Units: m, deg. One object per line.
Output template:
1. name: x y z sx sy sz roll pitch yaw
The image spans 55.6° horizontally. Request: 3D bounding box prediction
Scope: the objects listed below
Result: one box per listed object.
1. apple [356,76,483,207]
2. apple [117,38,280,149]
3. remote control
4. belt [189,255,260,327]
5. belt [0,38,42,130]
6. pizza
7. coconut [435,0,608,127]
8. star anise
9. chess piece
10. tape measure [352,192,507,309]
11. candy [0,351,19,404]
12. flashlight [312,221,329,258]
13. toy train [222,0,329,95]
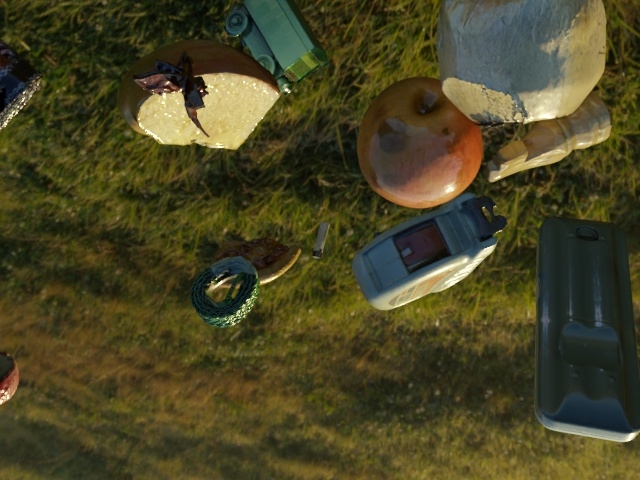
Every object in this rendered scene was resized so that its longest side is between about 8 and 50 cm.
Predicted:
1. apple: 0.272 -0.279 1.693 0.363 0.364 0.364 9 138 8
2. apple: -0.288 -0.334 1.383 0.308 0.253 0.314 6 -171 -42
3. remote control: 0.367 0.103 0.842 0.127 0.336 0.066 8 143 11
4. belt: -0.188 0.095 1.211 0.121 0.151 0.079 38 158 21
5. belt: -0.492 -0.115 0.777 0.359 0.126 0.094 -38 111 23
6. pizza: -0.234 0.066 2.021 0.365 0.182 0.074 -10 161 -24
7. coconut: 0.410 -0.433 1.280 0.345 0.346 0.361 -4 110 22
8. star anise: -0.273 -0.276 1.183 0.140 0.158 0.144 29 133 -1
9. chess piece: 0.535 -0.235 1.459 0.300 0.137 0.137 -28 131 -3
10. tape measure: 0.175 0.023 1.069 0.246 0.125 0.243 -21 163 -4
11. candy: -0.456 0.185 0.805 0.103 0.103 0.043 12 114 6
12. flashlight: 0.000 0.000 1.366 0.018 0.083 0.018 -1 158 46
13. toy train: -0.123 -0.546 1.641 0.202 0.301 0.120 -32 164 13
